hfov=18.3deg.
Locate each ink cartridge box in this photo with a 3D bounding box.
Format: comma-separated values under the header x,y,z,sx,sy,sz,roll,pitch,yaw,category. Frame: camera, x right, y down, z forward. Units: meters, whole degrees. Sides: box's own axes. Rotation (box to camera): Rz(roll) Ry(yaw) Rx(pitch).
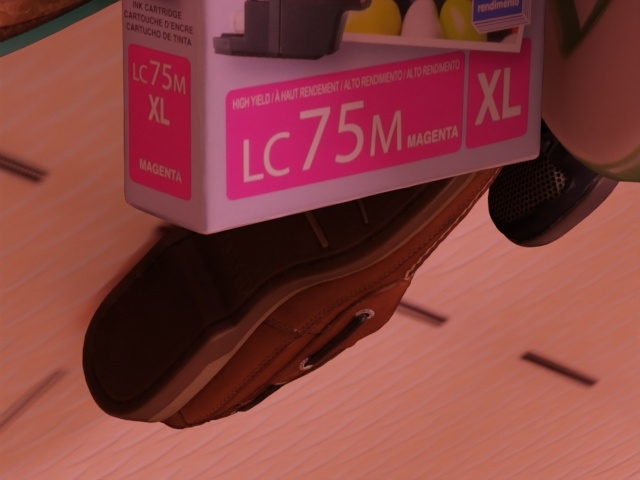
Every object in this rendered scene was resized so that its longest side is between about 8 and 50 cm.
x,y,z,sx,sy,sz,roll,pitch,yaw,category
0.011,-0.170,0.766,0.186,0.065,0.311,-14,110,-39,ink cartridge box

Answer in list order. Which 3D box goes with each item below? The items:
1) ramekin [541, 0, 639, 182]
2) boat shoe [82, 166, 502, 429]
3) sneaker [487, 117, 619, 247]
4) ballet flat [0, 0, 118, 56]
x,y,z,sx,sy,sz,roll,pitch,yaw,category
0.173,-0.165,0.836,0.148,0.303,0.303,-7,141,-12,ramekin
0.000,0.000,1.104,0.307,0.111,0.104,-36,148,30,boat shoe
0.123,-0.095,1.066,0.130,0.087,0.227,4,132,-32,sneaker
-0.062,-0.166,0.826,0.342,0.116,0.124,-23,111,-38,ballet flat
